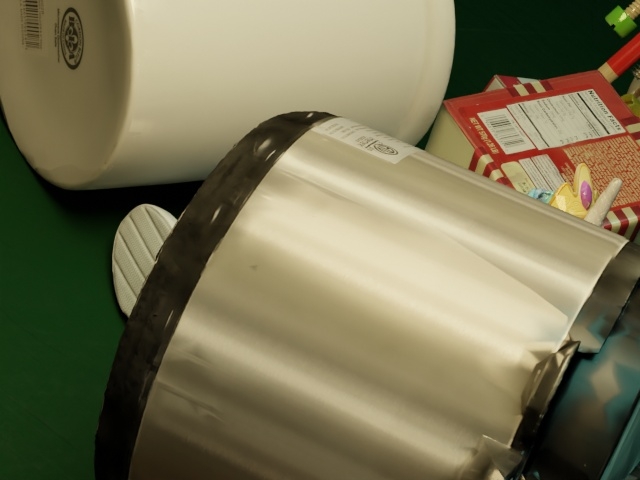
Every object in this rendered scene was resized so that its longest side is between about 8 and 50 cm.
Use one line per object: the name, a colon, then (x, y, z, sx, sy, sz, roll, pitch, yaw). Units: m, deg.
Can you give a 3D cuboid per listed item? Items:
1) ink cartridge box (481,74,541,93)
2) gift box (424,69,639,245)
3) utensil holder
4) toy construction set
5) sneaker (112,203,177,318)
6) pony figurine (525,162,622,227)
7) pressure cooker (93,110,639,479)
ink cartridge box: (0.273, -0.144, 2.115, 0.175, 0.127, 0.072, 0, 45, -41)
gift box: (0.221, -0.017, 1.799, 0.276, 0.258, 0.255, -10, 52, -22)
utensil holder: (-0.106, -0.220, 1.666, 0.385, 0.327, 0.327, -10, 52, -37)
toy construction set: (0.392, -0.140, 1.976, 0.309, 0.237, 0.257, 34, 20, -47)
sneaker: (-0.121, 0.077, 1.534, 0.091, 0.094, 0.258, 27, 29, -53)
pony figurine: (0.205, 0.149, 1.532, 0.303, 0.351, 0.363, 7, 60, -31)
pressure cooker: (0.090, 0.135, 1.174, 0.420, 0.375, 0.370, 24, 54, 14)
